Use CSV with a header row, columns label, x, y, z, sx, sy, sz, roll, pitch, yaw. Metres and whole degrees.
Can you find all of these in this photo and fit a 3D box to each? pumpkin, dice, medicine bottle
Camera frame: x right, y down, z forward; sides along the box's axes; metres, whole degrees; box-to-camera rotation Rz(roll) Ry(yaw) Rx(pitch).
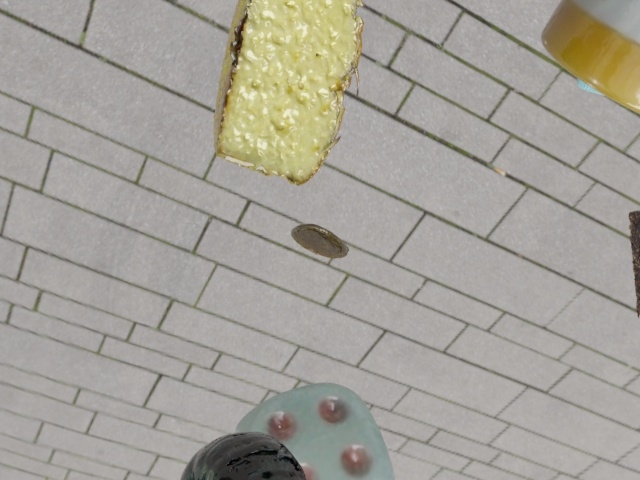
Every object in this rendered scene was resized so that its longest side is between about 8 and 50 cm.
label,x,y,z,sx,sy,sz,roll,pitch,yaw
pumpkin,-0.110,0.391,0.829,0.163,0.233,0.233,14,127,-37
dice,-0.020,0.473,1.203,0.268,0.262,0.264,-14,140,-19
medicine bottle,0.411,-0.276,0.650,0.238,0.238,0.232,17,126,-11

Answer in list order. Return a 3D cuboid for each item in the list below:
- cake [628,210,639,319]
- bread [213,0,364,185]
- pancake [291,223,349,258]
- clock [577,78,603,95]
label,x,y,z,sx,sy,sz,roll,pitch,yaw
cake,0.750,0.044,1.307,0.112,0.135,0.246,-1,112,-5
bread,-0.050,-0.203,0.723,0.160,0.147,0.260,7,96,-23
pancake,0.000,0.001,1.033,0.115,0.115,0.011,18,116,-12
clock,0.686,-0.409,1.386,0.108,0.147,0.045,27,158,27
